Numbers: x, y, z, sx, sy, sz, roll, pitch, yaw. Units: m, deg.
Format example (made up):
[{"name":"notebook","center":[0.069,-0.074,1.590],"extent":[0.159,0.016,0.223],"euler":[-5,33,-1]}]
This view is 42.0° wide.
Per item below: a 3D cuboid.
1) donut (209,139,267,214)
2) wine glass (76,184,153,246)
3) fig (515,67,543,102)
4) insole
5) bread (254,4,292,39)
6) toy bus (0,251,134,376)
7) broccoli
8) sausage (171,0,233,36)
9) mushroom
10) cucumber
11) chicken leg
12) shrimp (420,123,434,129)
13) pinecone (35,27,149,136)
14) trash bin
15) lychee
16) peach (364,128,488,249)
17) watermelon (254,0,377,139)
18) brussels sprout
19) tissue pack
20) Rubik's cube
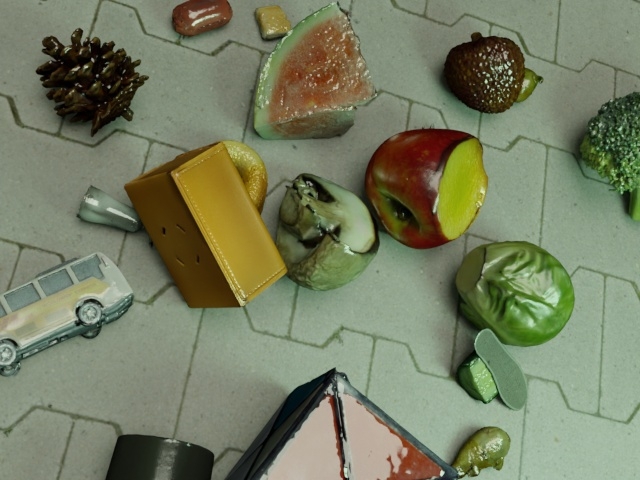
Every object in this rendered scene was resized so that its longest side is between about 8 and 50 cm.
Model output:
[{"name":"donut","center":[-0.185,-0.119,1.704],"extent":[0.174,0.074,0.190],"euler":[24,67,-9]},{"name":"wine glass","center":[-0.388,-0.047,1.618],"extent":[0.155,0.072,0.072],"euler":[22,68,-12]},{"name":"fig","center":[0.490,-0.379,1.998],"extent":[0.084,0.098,0.082],"euler":[-42,116,-58]},{"name":"insole","center":[0.383,0.270,1.745],"extent":[0.080,0.003,0.232],"euler":[-45,119,-19]},{"name":"bread","center":[-0.108,-0.490,1.870],"extent":[0.070,0.035,0.083],"euler":[-18,73,-23]},{"name":"toy bus","center":[-0.513,0.143,1.505],"extent":[0.342,0.097,0.138],"euler":[-28,76,-22]},{"name":"broccoli","center":[0.751,-0.222,1.981],"extent":[0.249,0.302,0.375],"euler":[31,36,16]},{"name":"sausage","center":[-0.255,-0.489,1.801],"extent":[0.141,0.076,0.076],"euler":[-22,81,-23]},{"name":"mushroom","center":[0.005,-0.001,1.685],"extent":[0.189,0.164,0.267],"euler":[11,32,-39]},{"name":"cucumber","center":[0.347,0.268,1.759],"extent":[0.115,0.062,0.117],"euler":[-41,116,-25]},{"name":"chicken leg","center":[0.313,0.451,1.697],"extent":[0.178,0.070,0.093],"euler":[-31,91,-17]},{"name":"shrimp","center":[0.242,-0.227,1.907],"extent":[0.038,0.029,0.093],"euler":[8,65,-7]},{"name":"pinecone","center":[-0.456,-0.315,1.626],"extent":[0.212,0.169,0.186],"euler":[26,36,3]},{"name":"trash bin","center":[-0.296,0.509,1.395],"extent":[0.214,0.214,0.334],"euler":[14,65,-14]},{"name":"lychee","center":[0.381,-0.391,1.925],"extent":[0.194,0.194,0.195],"euler":[5,72,-17]},{"name":"peach","center":[0.230,-0.130,1.757],"extent":[0.245,0.249,0.274],"euler":[40,52,21]},{"name":"watermelon","center":[-0.007,-0.334,1.766],"extent":[0.231,0.193,0.310],"euler":[30,67,-6]},{"name":"brussels sprout","center":[0.413,0.110,1.764],"extent":[0.243,0.244,0.244],"euler":[5,72,-17]},{"name":"tissue pack","center":[-0.212,-0.024,1.555],"extent":[0.145,0.194,0.275],"euler":[-37,109,-37]},{"name":"Rubik's cube","center":[0.010,0.444,1.468],"extent":[0.305,0.310,0.307],"euler":[38,66,-1]}]
